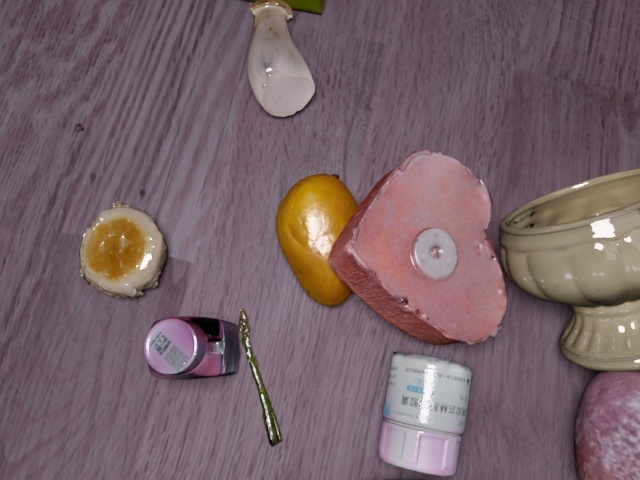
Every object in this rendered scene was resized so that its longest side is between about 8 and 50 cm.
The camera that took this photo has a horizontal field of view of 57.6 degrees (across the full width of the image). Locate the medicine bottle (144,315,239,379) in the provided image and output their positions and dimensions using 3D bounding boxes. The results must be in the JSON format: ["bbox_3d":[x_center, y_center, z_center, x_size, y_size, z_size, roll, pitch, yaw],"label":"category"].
[{"bbox_3d":[-0.202,0.168,0.912,0.119,0.188,0.095,-2,78,5],"label":"medicine bottle"}]

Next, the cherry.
[{"bbox_3d":[0.496,0.284,0.861,0.235,0.213,0.286,21,96,-8],"label":"cherry"}]

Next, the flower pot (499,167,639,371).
[{"bbox_3d":[0.443,0.043,0.897,0.307,0.307,0.244,-20,98,-4],"label":"flower pot"}]

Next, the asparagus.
[{"bbox_3d":[-0.107,0.229,0.987,0.023,0.022,0.233,-20,78,14],"label":"asparagus"}]

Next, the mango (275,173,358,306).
[{"bbox_3d":[0.000,0.000,0.994,0.147,0.109,0.228,-6,86,-8],"label":"mango"}]

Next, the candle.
[{"bbox_3d":[0.149,0.024,0.948,0.287,0.131,0.317,-7,77,-29],"label":"candle"}]

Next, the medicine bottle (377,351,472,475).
[{"bbox_3d":[0.164,0.270,0.920,0.135,0.135,0.169,11,79,3],"label":"medicine bottle"}]

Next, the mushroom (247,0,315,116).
[{"bbox_3d":[-0.088,-0.343,1.085,0.116,0.093,0.225,-13,68,-12],"label":"mushroom"}]

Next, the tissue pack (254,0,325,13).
[{"bbox_3d":[-0.113,-0.559,1.070,0.274,0.200,0.168,13,76,4],"label":"tissue pack"}]

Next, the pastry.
[{"bbox_3d":[-0.340,0.019,1.003,0.165,0.088,0.166,0,76,1],"label":"pastry"}]

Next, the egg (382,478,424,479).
[{"bbox_3d":[0.137,0.447,0.854,0.263,0.183,0.183,11,78,10],"label":"egg"}]
